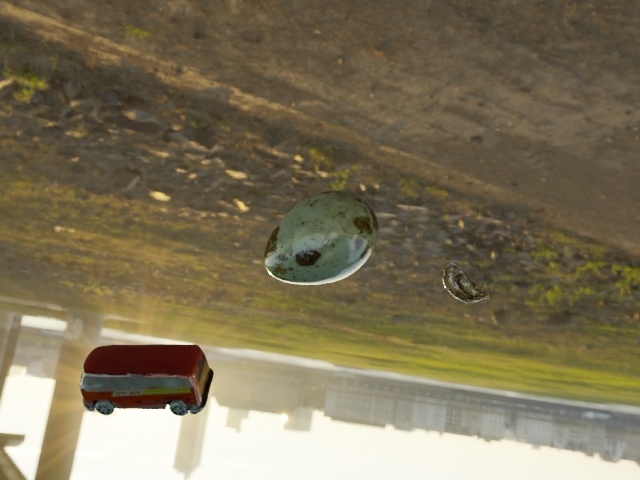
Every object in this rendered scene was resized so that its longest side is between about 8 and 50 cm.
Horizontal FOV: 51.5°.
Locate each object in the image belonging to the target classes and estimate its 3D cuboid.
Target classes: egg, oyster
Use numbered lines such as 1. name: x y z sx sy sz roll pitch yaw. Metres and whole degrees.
1. egg: 0.000 0.000 1.263 0.231 0.169 0.169 -26 169 -4
2. oyster: 0.276 0.081 1.273 0.081 0.083 0.038 -9 161 9

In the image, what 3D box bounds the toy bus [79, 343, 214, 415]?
1. toy bus: -0.361 0.277 1.352 0.265 0.121 0.120 -1 127 6
